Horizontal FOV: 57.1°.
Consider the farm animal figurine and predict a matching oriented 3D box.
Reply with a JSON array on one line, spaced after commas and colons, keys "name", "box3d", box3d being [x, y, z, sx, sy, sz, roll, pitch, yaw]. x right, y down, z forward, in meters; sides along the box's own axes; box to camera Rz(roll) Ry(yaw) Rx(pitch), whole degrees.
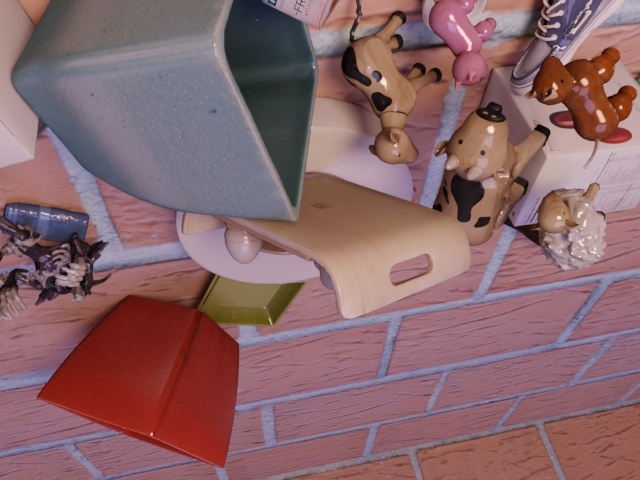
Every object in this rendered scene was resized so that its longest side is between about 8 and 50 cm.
[{"name": "farm animal figurine", "box3d": [0.175, -0.113, 0.710, 0.172, 0.330, 0.327, -45, 138, -28]}]

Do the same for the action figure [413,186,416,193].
[{"name": "action figure", "box3d": [0.139, -0.058, 1.065, 0.030, 0.038, 0.115, 22, 137, -10]}]

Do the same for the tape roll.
[{"name": "tape roll", "box3d": [-0.042, -0.062, 0.964, 0.392, 0.072, 0.392, -10, 145, -7]}]

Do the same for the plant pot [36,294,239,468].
[{"name": "plant pot", "box3d": [-0.304, 0.255, 1.119, 0.267, 0.236, 0.267, 8, 153, 24]}]

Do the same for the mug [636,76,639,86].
[{"name": "mug", "box3d": [0.520, -0.191, 0.957, 0.097, 0.158, 0.129, -5, 168, -10]}]

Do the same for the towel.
[{"name": "towel", "box3d": [-0.424, -0.028, 0.910, 0.119, 0.029, 0.067, 10, 138, -30]}]

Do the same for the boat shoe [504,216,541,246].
[{"name": "boat shoe", "box3d": [0.418, -0.059, 1.122, 0.302, 0.109, 0.098, 25, 90, -41]}]

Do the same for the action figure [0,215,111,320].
[{"name": "action figure", "box3d": [-0.420, 0.040, 0.862, 0.164, 0.141, 0.275, -37, 139, 10]}]

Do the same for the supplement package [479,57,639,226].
[{"name": "supplement package", "box3d": [0.366, -0.151, 0.879, 0.203, 0.194, 0.149, -8, 144, -9]}]

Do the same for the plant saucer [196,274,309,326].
[{"name": "plant saucer", "box3d": [-0.145, 0.103, 1.177, 0.188, 0.045, 0.188, 7, 139, -27]}]

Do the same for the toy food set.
[{"name": "toy food set", "box3d": [0.000, 0.000, 0.725, 0.219, 0.306, 0.092, -15, 118, -40]}]

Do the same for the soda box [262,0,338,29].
[{"name": "soda box", "box3d": [0.006, -0.282, 0.580, 0.063, 0.183, 0.058, 25, 135, -4]}]

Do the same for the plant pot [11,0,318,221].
[{"name": "plant pot", "box3d": [-0.159, -0.181, 0.627, 0.252, 0.247, 0.248, -2, 147, 14]}]

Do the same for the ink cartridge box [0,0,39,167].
[{"name": "ink cartridge box", "box3d": [-0.445, -0.172, 0.558, 0.270, 0.198, 0.197, -15, 146, 2]}]

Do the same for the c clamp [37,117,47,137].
[{"name": "c clamp", "box3d": [-0.408, -0.165, 0.733, 0.160, 0.022, 0.137, -30, 142, 22]}]

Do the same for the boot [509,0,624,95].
[{"name": "boot", "box3d": [0.308, -0.288, 0.773, 0.086, 0.069, 0.190, 30, 107, -38]}]

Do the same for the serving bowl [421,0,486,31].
[{"name": "serving bowl", "box3d": [0.165, -0.304, 0.742, 0.083, 0.027, 0.083, -9, 145, -7]}]
